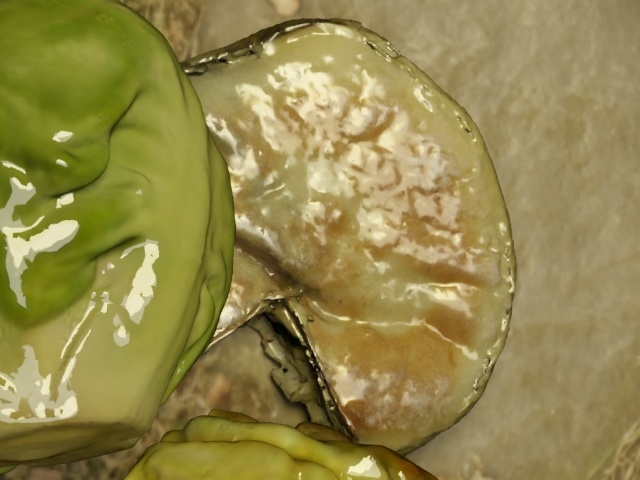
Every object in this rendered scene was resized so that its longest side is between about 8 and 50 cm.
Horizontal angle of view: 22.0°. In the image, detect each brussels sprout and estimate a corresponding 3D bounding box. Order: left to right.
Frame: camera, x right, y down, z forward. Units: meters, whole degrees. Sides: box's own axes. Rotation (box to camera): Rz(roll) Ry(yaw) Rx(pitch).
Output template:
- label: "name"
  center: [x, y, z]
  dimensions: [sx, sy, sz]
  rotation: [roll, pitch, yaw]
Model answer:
- label: "brussels sprout"
  center: [-0.214, -0.016, 1.024]
  dimensions: [0.328, 0.247, 0.328]
  rotation: [-3, 79, 13]

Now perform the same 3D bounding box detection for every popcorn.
- label: "popcorn"
  center: [-0.030, 0.235, 1.069]
  dimensions: [0.293, 0.293, 0.237]
  rotation: [19, 71, -16]

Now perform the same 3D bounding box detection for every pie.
- label: "pie"
  center: [0.000, 0.000, 1.189]
  dimensions: [0.337, 0.075, 0.338]
  rotation: [2, 84, -17]
